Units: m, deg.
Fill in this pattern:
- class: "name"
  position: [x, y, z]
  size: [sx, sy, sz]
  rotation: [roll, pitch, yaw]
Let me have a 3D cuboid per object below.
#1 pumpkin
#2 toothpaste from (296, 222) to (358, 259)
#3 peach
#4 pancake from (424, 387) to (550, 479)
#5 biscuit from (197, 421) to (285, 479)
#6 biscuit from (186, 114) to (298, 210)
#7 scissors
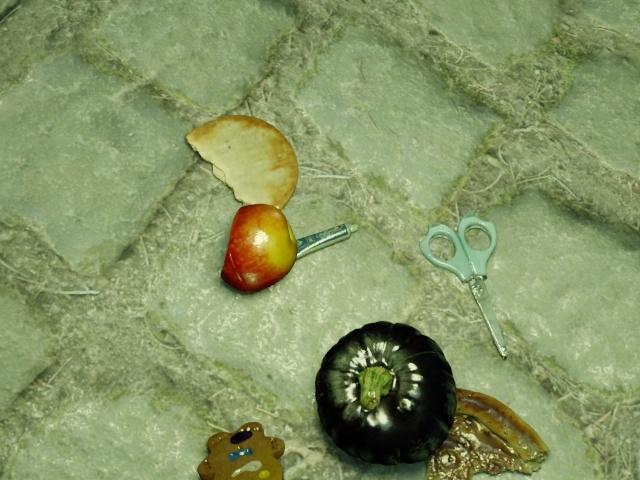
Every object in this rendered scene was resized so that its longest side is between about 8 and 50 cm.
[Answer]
- class: "pumpkin"
  position: [0.124, 0.293, 1.302]
  size: [0.295, 0.296, 0.296]
  rotation: [1, 67, -2]
- class: "toothpaste"
  position: [0.000, 0.000, 1.549]
  size: [0.197, 0.035, 0.057]
  rotation: [-21, 54, -9]
- class: "peach"
  position: [-0.150, 0.015, 1.457]
  size: [0.192, 0.190, 0.190]
  rotation: [-23, 70, -3]
- class: "pancake"
  position: [0.323, 0.440, 1.368]
  size: [0.266, 0.057, 0.244]
  rotation: [40, 71, 13]
- class: "biscuit"
  position: [-0.151, 0.440, 1.275]
  size: [0.179, 0.039, 0.236]
  rotation: [-16, 25, -13]
- class: "biscuit"
  position: [-0.170, -0.202, 1.620]
  size: [0.204, 0.040, 0.309]
  rotation: [-40, 75, -17]
- class: "scissors"
  position: [0.367, 0.106, 1.527]
  size: [0.191, 0.029, 0.361]
  rotation: [-16, 71, -5]
